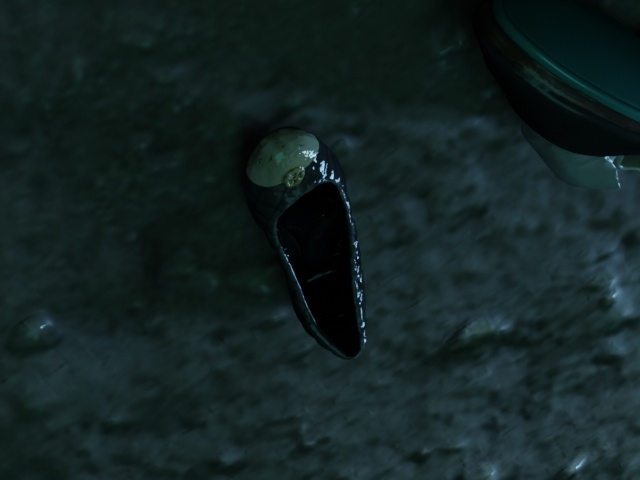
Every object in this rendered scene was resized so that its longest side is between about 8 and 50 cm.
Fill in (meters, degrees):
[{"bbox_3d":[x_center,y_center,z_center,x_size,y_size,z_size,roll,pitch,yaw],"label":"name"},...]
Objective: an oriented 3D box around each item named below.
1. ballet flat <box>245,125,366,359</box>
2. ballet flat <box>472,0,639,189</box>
[{"bbox_3d":[0.000,0.000,1.060,0.057,0.049,0.173,-28,138,-7],"label":"ballet flat"},{"bbox_3d":[0.181,-0.072,1.076,0.280,0.095,0.096,6,138,-36],"label":"ballet flat"}]
